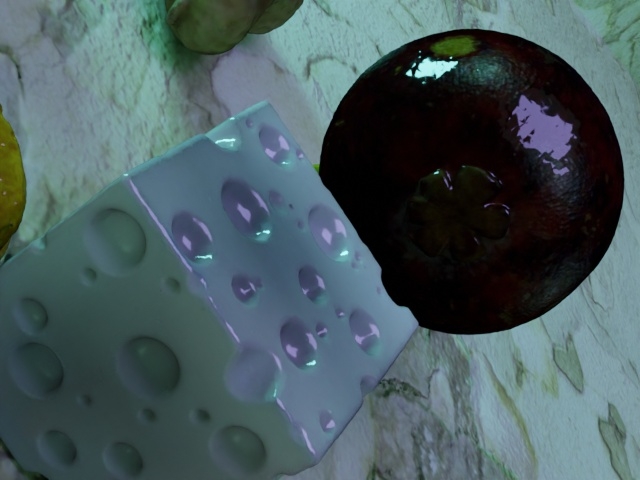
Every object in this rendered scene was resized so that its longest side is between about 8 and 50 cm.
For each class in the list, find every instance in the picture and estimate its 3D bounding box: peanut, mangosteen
[{"bbox_3d":[-0.105,-0.321,1.355,0.159,0.143,0.291,65,26,-11],"label":"peanut"},{"bbox_3d":[0.155,-0.069,1.155,0.306,0.306,0.359,55,20,-9],"label":"mangosteen"}]

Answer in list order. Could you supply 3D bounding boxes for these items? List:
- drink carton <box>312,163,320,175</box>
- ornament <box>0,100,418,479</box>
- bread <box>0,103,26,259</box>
[{"bbox_3d":[0.000,0.000,1.257,0.351,0.111,0.155,-9,72,-59],"label":"drink carton"},{"bbox_3d":[-0.107,0.069,0.897,0.240,0.239,0.239,56,29,-4],"label":"ornament"},{"bbox_3d":[-0.317,-0.050,0.804,0.236,0.120,0.198,-24,88,-60],"label":"bread"}]
